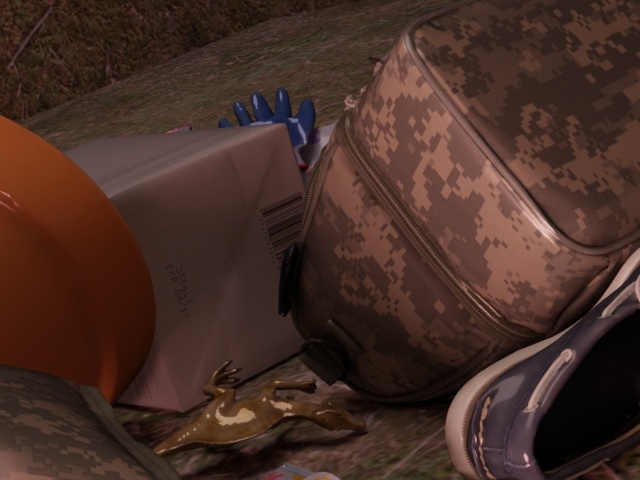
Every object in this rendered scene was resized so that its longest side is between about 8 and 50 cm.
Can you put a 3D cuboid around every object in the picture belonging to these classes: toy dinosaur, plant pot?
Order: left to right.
[{"bbox_3d":[-0.285,0.073,1.192,0.291,0.291,0.203,-10,31,29],"label":"plant pot"},{"bbox_3d":[-0.064,0.121,1.144,0.183,0.053,0.092,-16,14,3],"label":"toy dinosaur"}]

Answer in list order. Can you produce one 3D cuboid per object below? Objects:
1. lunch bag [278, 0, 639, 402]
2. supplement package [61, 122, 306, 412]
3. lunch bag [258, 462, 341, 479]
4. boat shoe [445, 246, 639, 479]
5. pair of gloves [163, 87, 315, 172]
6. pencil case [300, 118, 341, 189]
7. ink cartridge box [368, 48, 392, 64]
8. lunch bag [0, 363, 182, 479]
[{"bbox_3d":[0.137,-0.031,1.177,0.305,0.212,0.256,-27,-21,-40],"label":"lunch bag"},{"bbox_3d":[-0.152,0.017,1.412,0.175,0.177,0.293,-27,17,-35],"label":"supplement package"},{"bbox_3d":[-0.017,0.147,0.848,0.071,0.053,0.083,-27,20,-27],"label":"lunch bag"},{"bbox_3d":[0.184,0.061,0.977,0.254,0.095,0.079,-26,14,-28],"label":"boat shoe"},{"bbox_3d":[-0.097,-0.081,1.604,0.198,0.023,0.159,-17,31,3],"label":"pair of gloves"},{"bbox_3d":[-0.010,-0.053,1.641,0.273,0.113,0.124,-19,52,1],"label":"pencil case"},{"bbox_3d":[0.162,-0.122,1.596,0.069,0.176,0.371,-51,15,-1],"label":"ink cartridge box"},{"bbox_3d":[-0.199,0.143,0.803,0.235,0.169,0.287,13,2,-20],"label":"lunch bag"}]
